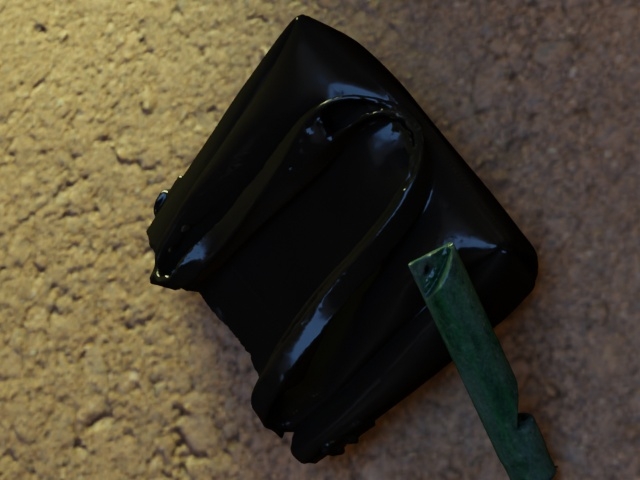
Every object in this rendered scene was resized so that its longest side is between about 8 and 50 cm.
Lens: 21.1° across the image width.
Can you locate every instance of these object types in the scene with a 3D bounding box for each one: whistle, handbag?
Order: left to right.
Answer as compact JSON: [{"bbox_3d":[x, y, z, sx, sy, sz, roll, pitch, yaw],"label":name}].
[{"bbox_3d":[0.000,0.000,1.318,0.257,0.113,0.285,-47,61,15],"label":"handbag"},{"bbox_3d":[0.115,0.089,1.208,0.039,0.039,0.186,-21,105,20],"label":"whistle"}]
